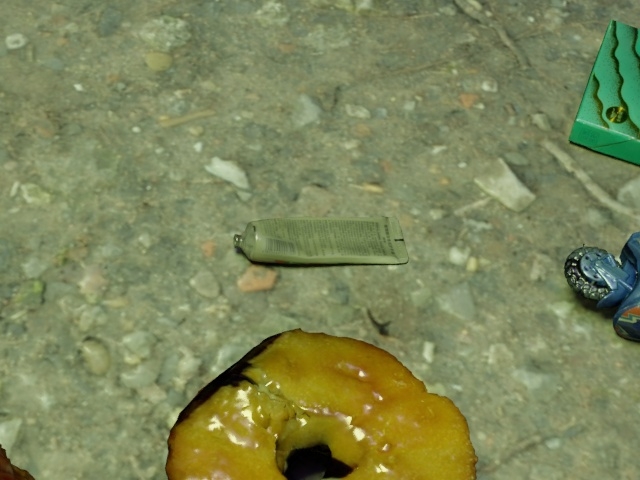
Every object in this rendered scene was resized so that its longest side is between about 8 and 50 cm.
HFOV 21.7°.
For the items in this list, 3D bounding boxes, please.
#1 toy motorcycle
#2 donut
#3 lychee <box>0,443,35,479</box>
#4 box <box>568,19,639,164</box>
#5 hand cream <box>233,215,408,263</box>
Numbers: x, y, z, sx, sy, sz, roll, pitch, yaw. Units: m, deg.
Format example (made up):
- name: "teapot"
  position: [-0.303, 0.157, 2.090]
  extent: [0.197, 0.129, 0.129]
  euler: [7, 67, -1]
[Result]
- name: "toy motorcycle"
  position: [0.328, 0.036, 1.544]
  extent: [0.205, 0.076, 0.114]
  euler: [-13, 63, -19]
- name: "donut"
  position: [-0.002, 0.188, 1.348]
  extent: [0.253, 0.118, 0.253]
  euler: [2, 53, -3]
- name: "lychee"
  position: [-0.317, 0.234, 1.166]
  extent: [0.304, 0.276, 0.276]
  euler: [15, 50, -15]
- name: "box"
  position: [0.381, -0.128, 1.697]
  extent: [0.226, 0.042, 0.161]
  euler: [20, 51, 7]
- name: "hand cream"
  position: [0.000, 0.000, 1.557]
  extent: [0.165, 0.037, 0.057]
  euler: [0, 51, -17]
